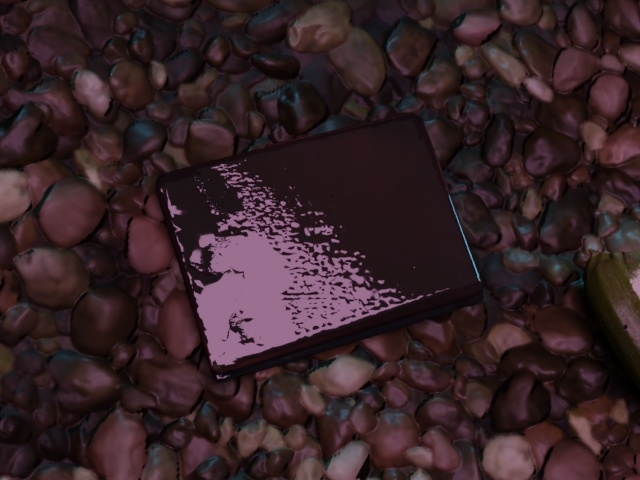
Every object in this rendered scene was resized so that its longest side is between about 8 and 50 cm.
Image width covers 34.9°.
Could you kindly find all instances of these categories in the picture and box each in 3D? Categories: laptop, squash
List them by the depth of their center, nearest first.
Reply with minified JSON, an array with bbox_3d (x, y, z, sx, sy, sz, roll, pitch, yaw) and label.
[{"bbox_3d":[0.000,0.000,0.724,0.207,0.026,0.153,-16,78,-16],"label":"laptop"},{"bbox_3d":[0.265,0.102,0.727,0.069,0.069,0.238,-33,87,-17],"label":"squash"}]
